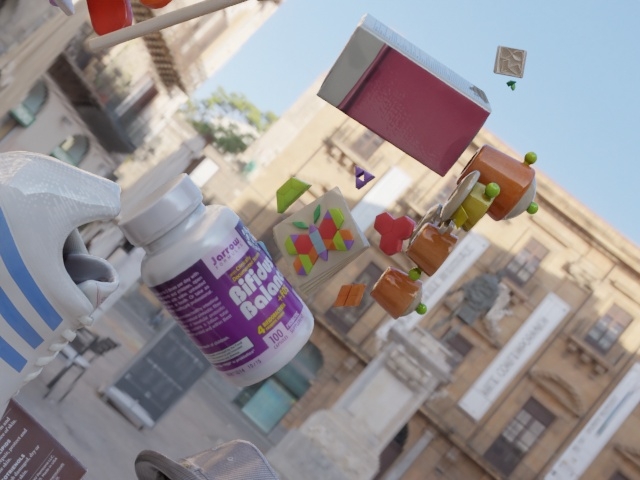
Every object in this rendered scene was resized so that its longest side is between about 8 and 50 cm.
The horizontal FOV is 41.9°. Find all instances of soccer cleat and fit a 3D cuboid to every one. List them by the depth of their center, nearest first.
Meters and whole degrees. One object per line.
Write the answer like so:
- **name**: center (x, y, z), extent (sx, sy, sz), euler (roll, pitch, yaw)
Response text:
- **soccer cleat**: center (-0.260, 0.074, 0.741), extent (0.143, 0.331, 0.116), euler (8, 35, -22)

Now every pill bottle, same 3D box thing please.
- **pill bottle**: center (-0.157, 0.055, 1.239), extent (0.301, 0.169, 0.169), euler (53, -13, -16)

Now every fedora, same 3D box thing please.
- **fedora**: center (-0.122, 0.353, 1.122), extent (0.275, 0.124, 0.243), euler (-10, -68, 59)

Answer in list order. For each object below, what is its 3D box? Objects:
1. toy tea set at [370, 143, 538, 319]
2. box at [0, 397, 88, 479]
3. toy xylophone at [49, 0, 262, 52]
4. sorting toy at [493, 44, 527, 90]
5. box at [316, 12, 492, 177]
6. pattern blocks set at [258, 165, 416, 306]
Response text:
- **toy tea set**: center (0.211, 0.004, 1.271), extent (0.124, 0.200, 0.336), euler (36, -44, 1)
- **box**: center (-0.579, 0.302, 1.333), extent (0.191, 0.143, 0.381), euler (-19, -64, 42)
- **toy xylophone**: center (-0.131, -0.288, 0.747), extent (0.081, 0.323, 0.236), euler (12, 69, -72)
- **sorting toy**: center (0.369, -0.337, 1.641), extent (0.062, 0.083, 0.012), euler (11, -4, -4)
- **box**: center (0.127, -0.223, 1.273), extent (0.232, 0.127, 0.148), euler (32, 21, -6)
- **pattern blocks set**: center (0.000, 0.000, 1.598), extent (0.285, 0.325, 0.026), euler (51, 21, 24)
